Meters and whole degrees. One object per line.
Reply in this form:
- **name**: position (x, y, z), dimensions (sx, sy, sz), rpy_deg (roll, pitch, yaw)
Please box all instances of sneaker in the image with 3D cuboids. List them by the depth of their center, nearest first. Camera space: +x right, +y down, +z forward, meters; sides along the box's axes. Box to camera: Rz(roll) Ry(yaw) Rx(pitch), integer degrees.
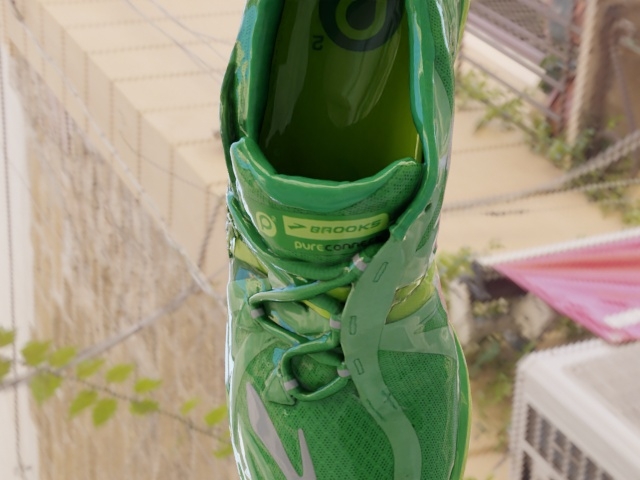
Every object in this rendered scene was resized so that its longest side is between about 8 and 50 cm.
- **sneaker**: position (0.000, 0.000, 0.528), dimensions (0.109, 0.123, 0.296), rpy_deg (2, -82, 16)
